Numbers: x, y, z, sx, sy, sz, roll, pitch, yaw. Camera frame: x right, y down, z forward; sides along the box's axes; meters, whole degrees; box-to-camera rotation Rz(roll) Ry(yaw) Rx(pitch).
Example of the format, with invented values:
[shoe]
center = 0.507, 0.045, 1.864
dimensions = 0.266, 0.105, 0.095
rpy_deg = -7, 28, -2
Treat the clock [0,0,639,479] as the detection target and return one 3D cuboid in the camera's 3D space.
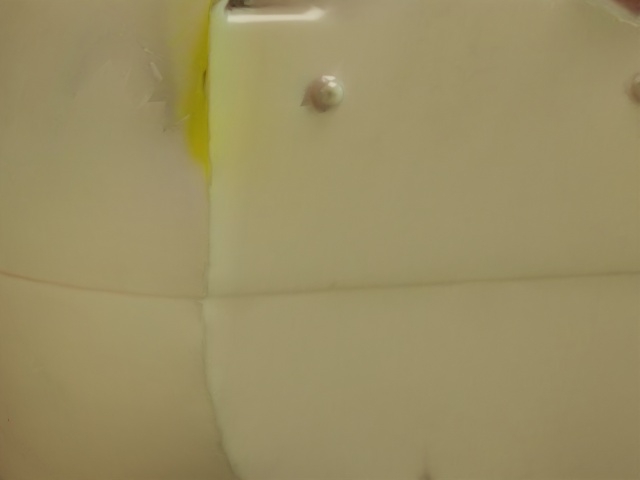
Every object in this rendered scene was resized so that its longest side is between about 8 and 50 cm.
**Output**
[clock]
center = 0.000, 0.000, 0.653
dimensions = 0.368, 0.250, 0.377
rpy_deg = -3, 9, -16
